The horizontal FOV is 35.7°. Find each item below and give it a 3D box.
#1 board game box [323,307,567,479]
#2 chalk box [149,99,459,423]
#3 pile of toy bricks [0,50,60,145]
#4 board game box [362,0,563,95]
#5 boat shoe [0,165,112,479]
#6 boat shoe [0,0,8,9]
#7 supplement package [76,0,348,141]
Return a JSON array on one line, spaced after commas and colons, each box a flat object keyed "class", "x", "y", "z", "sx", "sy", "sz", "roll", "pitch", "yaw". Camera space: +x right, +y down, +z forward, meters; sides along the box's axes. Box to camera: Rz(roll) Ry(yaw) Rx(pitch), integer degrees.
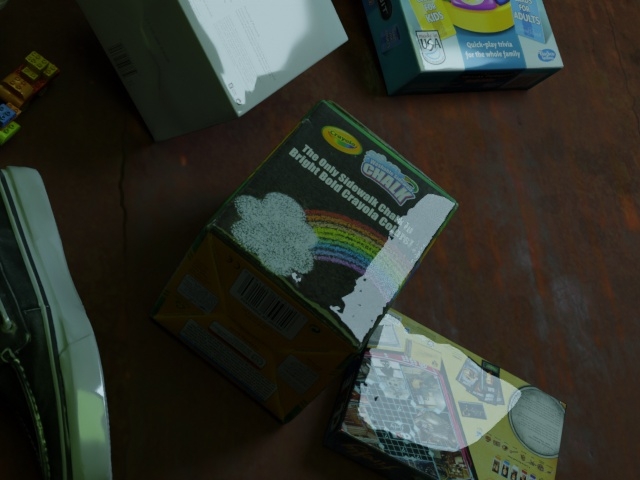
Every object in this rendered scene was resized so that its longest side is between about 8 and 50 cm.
[{"class": "board game box", "x": 0.136, "y": 0.190, "z": 1.037, "sx": 0.243, "sy": 0.042, "sz": 0.165, "roll": 29, "pitch": 50, "yaw": -9}, {"class": "chalk box", "x": 0.000, "y": 0.000, "z": 1.000, "sx": 0.180, "sy": 0.179, "sz": 0.289, "roll": 39, "pitch": 49, "yaw": 0}, {"class": "pile of toy bricks", "x": -0.340, "y": -0.151, "z": 0.954, "sx": 0.118, "sy": 0.105, "sz": 0.212, "roll": 36, "pitch": 49, "yaw": -4}, {"class": "board game box", "x": 0.168, "y": -0.369, "z": 1.348, "sx": 0.254, "sy": 0.079, "sz": 0.336, "roll": -8, "pitch": 78, "yaw": -33}, {"class": "boat shoe", "x": -0.267, "y": 0.082, "z": 0.853, "sx": 0.119, "sy": 0.121, "sz": 0.335, "roll": -11, "pitch": 55, "yaw": -25}, {"class": "boat shoe", "x": -0.454, "y": -0.256, "z": 0.954, "sx": 0.302, "sy": 0.098, "sz": 0.109, "roll": 11, "pitch": 40, "yaw": -15}, {"class": "supplement package", "x": -0.116, "y": -0.245, "z": 1.068, "sx": 0.203, "sy": 0.149, "sz": 0.194, "roll": -42, "pitch": 114, "yaw": -40}]
